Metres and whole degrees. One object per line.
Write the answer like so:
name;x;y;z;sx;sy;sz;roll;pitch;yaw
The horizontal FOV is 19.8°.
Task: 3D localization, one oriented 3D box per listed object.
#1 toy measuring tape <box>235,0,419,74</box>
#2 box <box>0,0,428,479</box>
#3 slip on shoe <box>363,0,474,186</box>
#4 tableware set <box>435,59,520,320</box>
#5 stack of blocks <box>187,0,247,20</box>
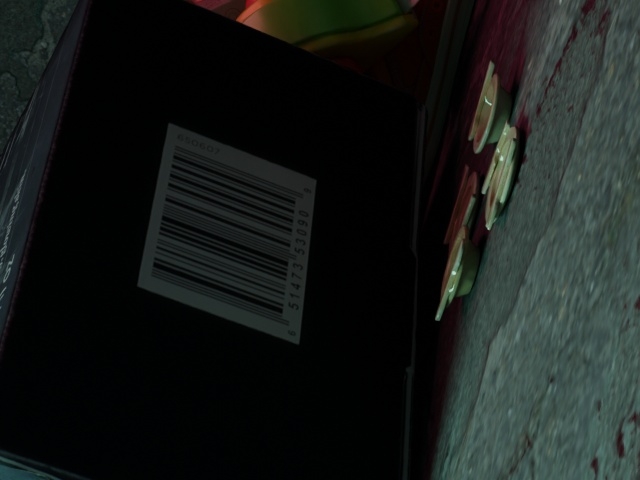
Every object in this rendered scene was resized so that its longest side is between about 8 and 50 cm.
toy measuring tape;0.022;-0.190;1.455;0.330;0.121;0.121;-38;30;42
box;-0.158;0.146;1.392;0.480;0.297;0.472;-85;21;-45
slip on shoe;0.061;-0.136;1.578;0.123;0.101;0.331;163;120;-83
tableware set;0.102;-0.031;1.204;0.169;0.020;0.141;-83;9;-64
stack of blocks;-0.059;-0.079;1.669;0.297;0.087;0.171;67;169;-20
